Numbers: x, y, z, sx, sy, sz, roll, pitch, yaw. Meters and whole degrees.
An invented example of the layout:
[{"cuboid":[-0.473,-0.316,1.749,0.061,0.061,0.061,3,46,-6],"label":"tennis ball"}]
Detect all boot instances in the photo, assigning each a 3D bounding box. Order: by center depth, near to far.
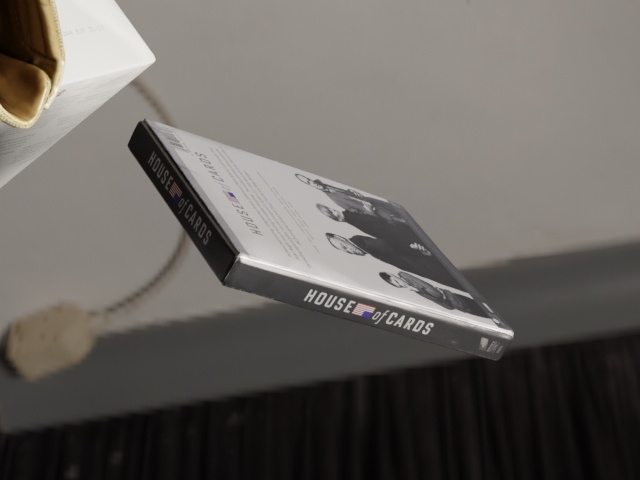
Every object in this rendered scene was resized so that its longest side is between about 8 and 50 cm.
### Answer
[{"cuboid":[-0.268,-0.103,1.280,0.203,0.095,0.262,28,120,29],"label":"boot"}]

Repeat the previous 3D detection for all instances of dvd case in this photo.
[{"cuboid":[0.000,0.000,1.317,0.239,0.179,0.029,16,113,-36],"label":"dvd case"}]

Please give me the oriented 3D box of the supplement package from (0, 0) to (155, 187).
[{"cuboid":[-0.312,-0.131,1.492,0.263,0.199,0.198,-36,88,21],"label":"supplement package"}]
